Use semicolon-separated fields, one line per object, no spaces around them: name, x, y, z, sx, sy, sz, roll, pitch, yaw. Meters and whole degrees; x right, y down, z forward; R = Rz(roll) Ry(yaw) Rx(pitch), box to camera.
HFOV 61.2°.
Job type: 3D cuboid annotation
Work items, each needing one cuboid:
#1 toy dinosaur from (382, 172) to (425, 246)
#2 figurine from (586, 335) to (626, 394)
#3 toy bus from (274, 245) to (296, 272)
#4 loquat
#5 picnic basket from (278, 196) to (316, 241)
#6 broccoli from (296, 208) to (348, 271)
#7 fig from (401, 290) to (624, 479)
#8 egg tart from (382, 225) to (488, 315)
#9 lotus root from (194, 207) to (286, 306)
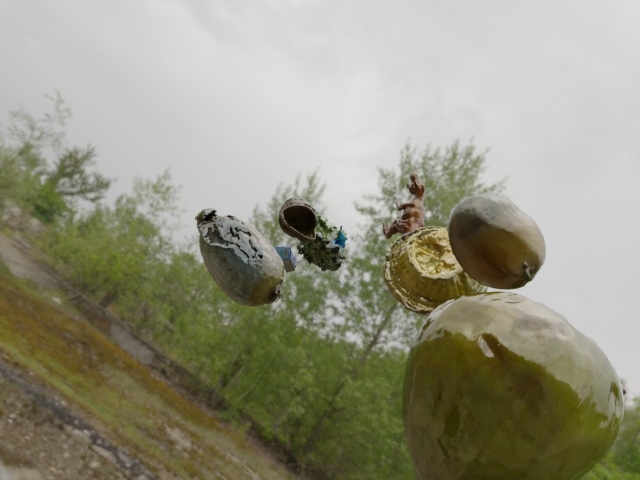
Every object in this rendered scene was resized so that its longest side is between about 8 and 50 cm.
toy dinosaur;0.292;-0.021;1.815;0.097;0.432;0.208;16;-33;-20
figurine;0.562;0.323;1.241;0.154;0.193;0.421;22;-26;19
toy bus;-0.104;0.056;1.556;0.061;0.051;0.153;-1;-17;3
loquat;0.375;0.003;1.169;0.227;0.179;0.179;42;-16;2
picnic basket;-0.037;-0.030;0.924;0.072;0.072;0.083;46;17;-28
broccoli;0.000;0.000;1.474;0.155;0.167;0.160;10;1;1
fig;0.279;0.254;0.854;0.343;0.343;0.343;34;-17;11
egg tart;0.326;0.067;1.507;0.315;0.315;0.120;29;-28;24
lotus root;-0.107;0.018;0.684;0.165;0.088;0.088;47;-13;16
